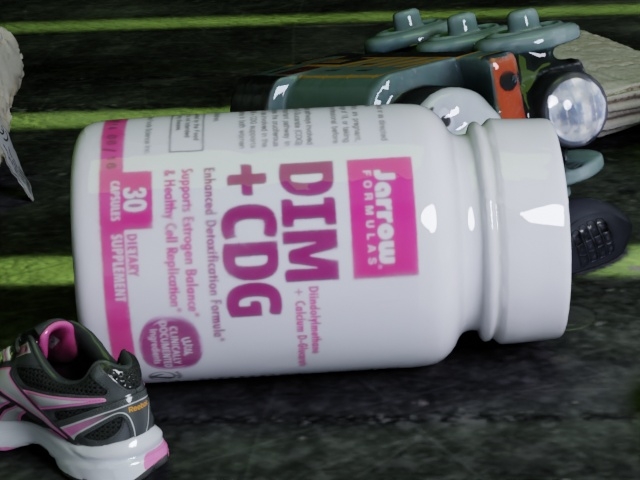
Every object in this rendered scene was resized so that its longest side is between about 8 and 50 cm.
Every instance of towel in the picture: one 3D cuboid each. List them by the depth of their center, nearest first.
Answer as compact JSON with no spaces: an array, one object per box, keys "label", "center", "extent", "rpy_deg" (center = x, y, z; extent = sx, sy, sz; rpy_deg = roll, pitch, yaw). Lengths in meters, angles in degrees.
[{"label":"towel","center":[0.217,-0.144,1.590],"extent":[0.187,0.049,0.282],"rpy_deg":[-9,20,-20]}]

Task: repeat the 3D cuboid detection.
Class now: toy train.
[{"label":"toy train","center":[0.068,-0.089,1.297],"extent":[0.190,0.142,0.334],"rpy_deg":[-17,13,-22]}]

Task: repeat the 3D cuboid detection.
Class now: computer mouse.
[{"label":"computer mouse","center":[0.114,0.009,1.187],"extent":[0.242,0.041,0.071],"rpy_deg":[-17,25,-32]}]

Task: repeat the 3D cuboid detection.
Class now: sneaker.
[{"label":"sneaker","center":[-0.155,0.076,0.988],"extent":[0.178,0.077,0.072],"rpy_deg":[10,23,35]}]

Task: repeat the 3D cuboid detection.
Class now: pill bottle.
[{"label":"pill bottle","center":[0.000,0.000,1.051],"extent":[0.283,0.160,0.160],"rpy_deg":[-4,20,-1]}]

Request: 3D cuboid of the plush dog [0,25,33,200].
[{"label":"plush dog","center":[-0.371,-0.081,1.378],"extent":[0.225,0.211,0.262],"rpy_deg":[-13,-11,15]}]
